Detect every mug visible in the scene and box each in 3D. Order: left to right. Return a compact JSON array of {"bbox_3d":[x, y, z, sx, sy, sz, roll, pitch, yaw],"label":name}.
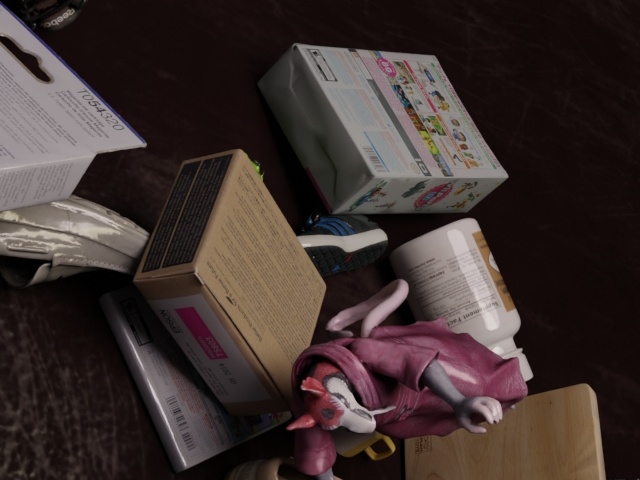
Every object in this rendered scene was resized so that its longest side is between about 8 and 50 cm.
[{"bbox_3d":[0.055,0.228,1.881,0.078,0.064,0.062,24,51,-38],"label":"mug"}]

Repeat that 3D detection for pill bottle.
[{"bbox_3d":[0.193,0.097,2.059,0.131,0.131,0.229,-16,80,-51],"label":"pill bottle"}]

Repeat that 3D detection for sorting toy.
[{"bbox_3d":[0.239,0.333,1.884,0.089,0.255,0.257,41,41,-48],"label":"sorting toy"}]

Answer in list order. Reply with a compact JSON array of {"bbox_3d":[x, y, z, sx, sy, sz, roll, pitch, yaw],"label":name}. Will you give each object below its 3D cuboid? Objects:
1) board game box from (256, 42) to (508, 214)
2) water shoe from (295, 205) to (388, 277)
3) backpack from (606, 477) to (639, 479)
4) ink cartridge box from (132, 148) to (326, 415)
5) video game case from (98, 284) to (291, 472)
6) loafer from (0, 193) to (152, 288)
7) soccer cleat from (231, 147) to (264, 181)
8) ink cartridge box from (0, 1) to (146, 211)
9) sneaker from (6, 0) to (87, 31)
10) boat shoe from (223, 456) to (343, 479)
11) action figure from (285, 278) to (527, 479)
[{"bbox_3d":[0.089,-0.148,2.082,0.303,0.097,0.224,-3,57,-48],"label":"board game box"},{"bbox_3d":[0.000,0.000,1.969,0.203,0.073,0.080,-4,48,-52],"label":"water shoe"},{"bbox_3d":[0.361,0.444,1.993,0.263,0.213,0.276,-8,77,-39],"label":"backpack"},{"bbox_3d":[-0.094,0.049,1.713,0.235,0.088,0.193,60,34,-36],"label":"ink cartridge box"},{"bbox_3d":[-0.140,0.137,1.753,0.193,0.023,0.212,-19,82,-51],"label":"video game case"},{"bbox_3d":[-0.298,-0.002,1.612,0.319,0.112,0.111,21,89,-41],"label":"loafer"},{"bbox_3d":[-0.105,-0.051,1.878,0.060,0.072,0.179,38,23,-26],"label":"soccer cleat"},{"bbox_3d":[-0.391,-0.145,1.497,0.324,0.071,0.330,43,32,26],"label":"ink cartridge box"},{"bbox_3d":[-0.313,-0.297,1.694,0.276,0.097,0.135,-90,159,-81],"label":"sneaker"},{"bbox_3d":[0.027,0.328,1.762,0.302,0.098,0.109,33,46,-31],"label":"boat shoe"},{"bbox_3d":[0.069,0.141,1.670,0.370,0.248,0.276,7,50,-59],"label":"action figure"}]
